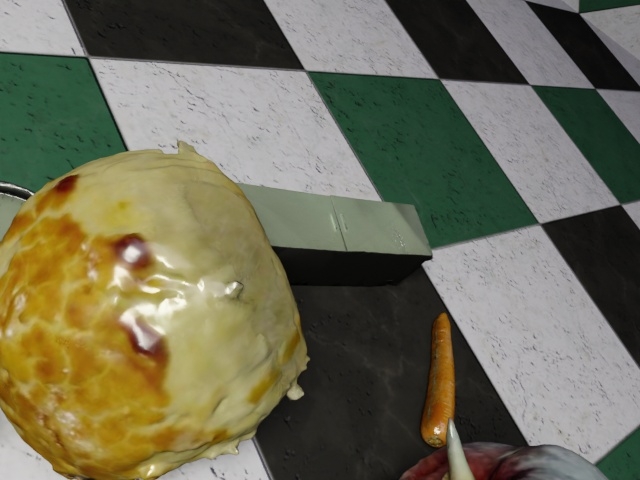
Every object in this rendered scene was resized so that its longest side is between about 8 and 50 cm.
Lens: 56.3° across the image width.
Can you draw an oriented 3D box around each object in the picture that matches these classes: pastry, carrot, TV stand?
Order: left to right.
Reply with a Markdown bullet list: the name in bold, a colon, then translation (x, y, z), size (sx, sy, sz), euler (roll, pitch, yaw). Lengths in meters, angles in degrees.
- **pastry**: translation (-0.122, 0.058, 0.467), size (0.236, 0.170, 0.256), euler (-29, 107, -41)
- **TV stand**: translation (0.000, 0.000, 0.703), size (0.269, 0.088, 0.083), euler (3, 56, -34)
- **carrot**: translation (0.145, 0.162, 0.723), size (0.037, 0.037, 0.190), euler (31, 40, -12)

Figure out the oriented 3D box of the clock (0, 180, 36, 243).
- **clock**: translation (-0.288, 0.026, 0.505), size (0.184, 0.040, 0.185), euler (19, 48, -23)

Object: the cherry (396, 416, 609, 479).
- **cherry**: translation (0.156, 0.282, 0.478), size (0.218, 0.255, 0.296), euler (-33, 92, -22)
